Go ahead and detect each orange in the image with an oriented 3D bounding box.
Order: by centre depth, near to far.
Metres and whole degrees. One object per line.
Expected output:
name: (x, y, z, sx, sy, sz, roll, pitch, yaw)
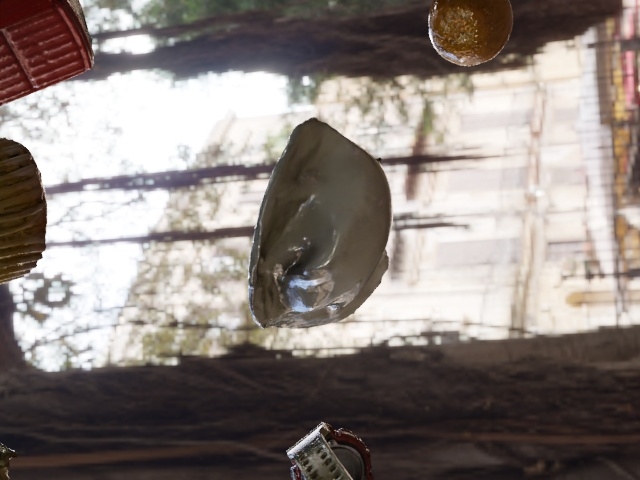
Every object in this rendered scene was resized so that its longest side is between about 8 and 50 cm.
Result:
orange: (0.144, -0.211, 1.037, 0.070, 0.083, 0.083, -44, -51, -58)

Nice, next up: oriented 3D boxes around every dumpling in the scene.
dumpling: (0.000, 0.000, 0.839, 0.150, 0.092, 0.176, -49, -17, -25)

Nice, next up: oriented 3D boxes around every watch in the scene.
watch: (0.043, 0.315, 1.263, 0.165, 0.102, 0.268, 52, 177, -29)

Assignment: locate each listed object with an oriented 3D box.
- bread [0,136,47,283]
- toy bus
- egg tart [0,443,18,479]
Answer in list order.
bread: (-0.460, -0.048, 1.328, 0.156, 0.288, 0.204, -19, -68, -50)
toy bus: (-0.234, -0.111, 0.621, 0.081, 0.195, 0.089, 76, 171, -57)
egg tart: (-0.364, 0.215, 0.773, 0.351, 0.339, 0.153, -51, -23, 11)
